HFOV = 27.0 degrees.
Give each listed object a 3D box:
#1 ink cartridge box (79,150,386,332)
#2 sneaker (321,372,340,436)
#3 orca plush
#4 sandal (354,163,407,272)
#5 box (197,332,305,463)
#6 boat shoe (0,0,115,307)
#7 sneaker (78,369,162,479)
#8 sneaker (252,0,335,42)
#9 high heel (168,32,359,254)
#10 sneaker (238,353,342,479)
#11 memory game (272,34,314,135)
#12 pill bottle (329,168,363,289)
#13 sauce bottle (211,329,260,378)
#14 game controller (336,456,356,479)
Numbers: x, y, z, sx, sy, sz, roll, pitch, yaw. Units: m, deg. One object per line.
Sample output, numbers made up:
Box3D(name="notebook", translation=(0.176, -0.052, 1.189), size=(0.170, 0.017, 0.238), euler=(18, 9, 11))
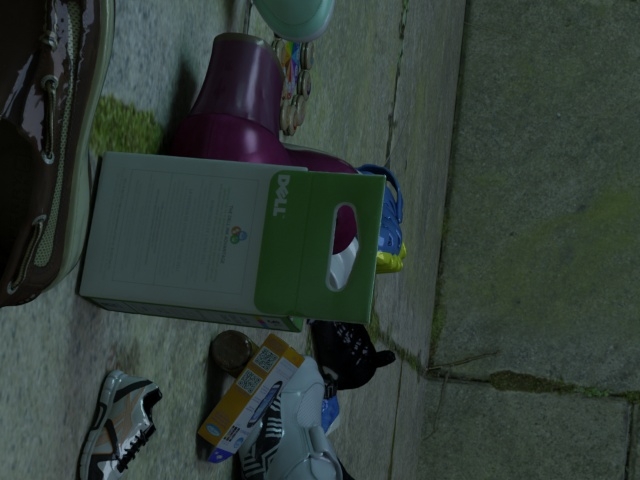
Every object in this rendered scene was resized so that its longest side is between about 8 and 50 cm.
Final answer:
Box3D(name="ink cartridge box", translation=(-0.058, 0.003, 0.952), size=(0.062, 0.209, 0.109), euler=(55, 42, -72))
Box3D(name="sneaker", translation=(-0.015, 0.217, 1.664), size=(0.152, 0.058, 0.084), euler=(-40, 127, -63))
Box3D(name="orca plush", translation=(0.058, 0.137, 1.869), size=(0.287, 0.102, 0.151), euler=(80, 18, -51))
Box3D(name="sandal", translation=(0.052, -0.027, 1.764), size=(0.317, 0.126, 0.138), euler=(-61, 152, -83))
Box3D(name="box", translation=(-0.071, 0.157, 1.309), size=(0.136, 0.028, 0.081), euler=(-51, 164, -5))
Box3D(name="boat shoe", translation=(-0.164, -0.080, 0.691), size=(0.095, 0.095, 0.257), euler=(-47, 142, -63))
Box3D(name="sneaker", translation=(-0.148, 0.148, 0.992), size=(0.040, 0.044, 0.109), euler=(77, 23, -63))
Box3D(name="sneaker", translation=(-0.046, -0.292, 1.176), size=(0.151, 0.094, 0.255), euler=(-70, 152, -71))
Box3D(name="high heel", translation=(-0.052, -0.020, 1.236), size=(0.377, 0.127, 0.181), euler=(54, 43, -59))
Box3D(name="sneaker", translation=(0.009, 0.286, 1.414), size=(0.137, 0.210, 0.365), euler=(83, 16, -48))
Box3D(name="memory game", translation=(-0.029, -0.209, 1.511), size=(0.186, 0.012, 0.186), euler=(5, 90, -79))
Box3D(name="pill bottle", translation=(0.000, 0.000, 1.507), size=(0.180, 0.108, 0.108), euler=(-69, 160, -55))
Box3D(name="sauce bottle", translation=(-0.077, 0.120, 1.344), size=(0.128, 0.042, 0.042), euler=(61, 36, -74))
Box3D(name="game controller", translation=(-0.026, 0.385, 1.524), size=(0.166, 0.067, 0.319), euler=(49, 43, -26))
